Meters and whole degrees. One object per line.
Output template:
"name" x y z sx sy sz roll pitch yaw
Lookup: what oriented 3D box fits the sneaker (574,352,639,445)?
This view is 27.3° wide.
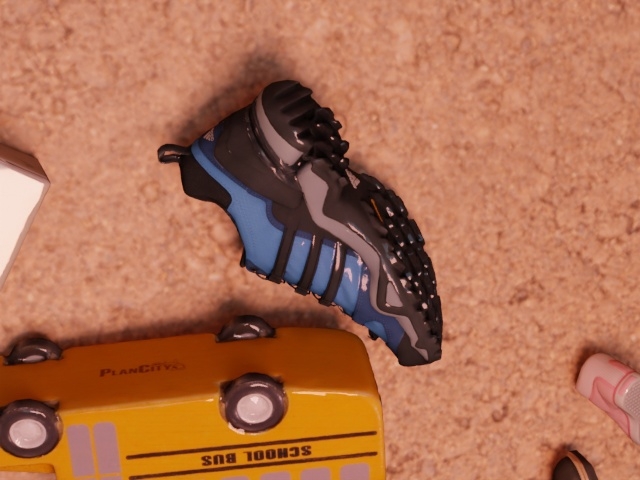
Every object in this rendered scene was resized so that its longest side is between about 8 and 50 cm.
"sneaker" 0.290 0.150 1.272 0.051 0.070 0.134 -51 141 -9

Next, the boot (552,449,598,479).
"boot" 0.199 0.305 1.269 0.137 0.077 0.198 -4 104 -10

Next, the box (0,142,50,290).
"box" -0.321 0.045 1.035 0.113 0.094 0.275 26 95 -21

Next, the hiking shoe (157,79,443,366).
"hiking shoe" 0.000 0.000 1.131 0.132 0.113 0.304 -24 119 22

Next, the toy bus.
"toy bus" -0.119 0.149 1.092 0.333 0.108 0.130 -6 118 -4
